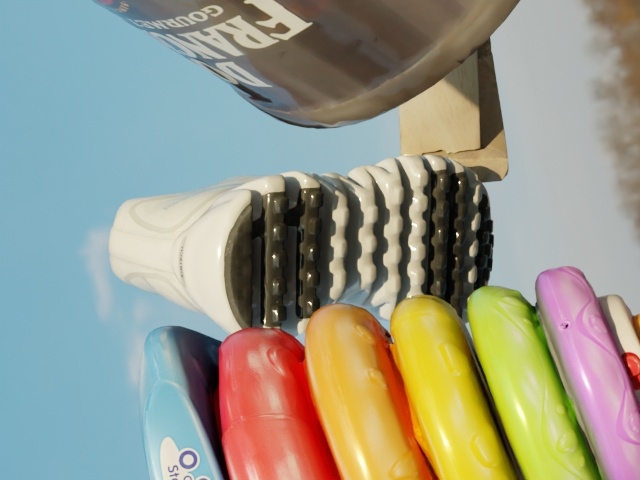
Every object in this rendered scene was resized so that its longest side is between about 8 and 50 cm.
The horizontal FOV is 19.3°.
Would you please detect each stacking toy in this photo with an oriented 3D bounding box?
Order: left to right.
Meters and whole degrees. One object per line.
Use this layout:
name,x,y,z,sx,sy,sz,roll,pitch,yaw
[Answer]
stacking toy,0.088,0.075,0.801,0.166,0.302,0.175,36,-146,-77

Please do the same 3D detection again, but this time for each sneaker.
sneaker,0.000,0.000,1.096,0.292,0.118,0.110,2,-88,-52

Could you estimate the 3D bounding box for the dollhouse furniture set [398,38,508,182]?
dollhouse furniture set,0.240,-0.193,1.180,0.362,0.394,0.256,-88,-5,-60

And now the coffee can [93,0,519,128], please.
coffee can,-0.061,-0.189,0.689,0.275,0.201,0.201,30,-137,-38
